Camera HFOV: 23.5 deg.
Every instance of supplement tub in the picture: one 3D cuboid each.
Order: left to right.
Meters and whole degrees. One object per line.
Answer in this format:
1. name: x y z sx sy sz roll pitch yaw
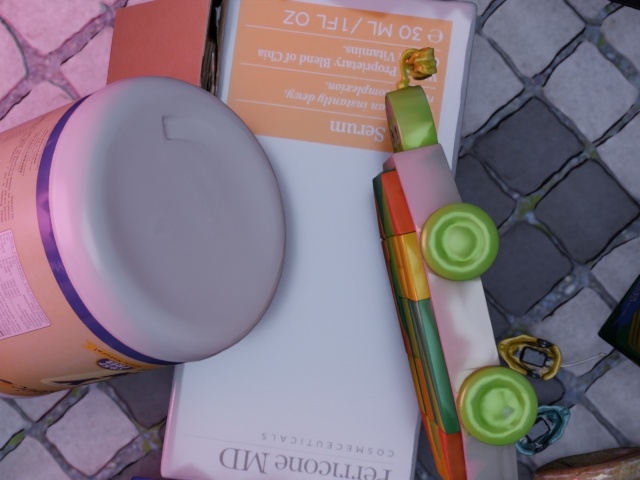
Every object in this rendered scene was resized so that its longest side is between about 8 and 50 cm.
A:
1. supplement tub: -0.210 0.008 1.276 0.316 0.228 0.228 -16 88 41

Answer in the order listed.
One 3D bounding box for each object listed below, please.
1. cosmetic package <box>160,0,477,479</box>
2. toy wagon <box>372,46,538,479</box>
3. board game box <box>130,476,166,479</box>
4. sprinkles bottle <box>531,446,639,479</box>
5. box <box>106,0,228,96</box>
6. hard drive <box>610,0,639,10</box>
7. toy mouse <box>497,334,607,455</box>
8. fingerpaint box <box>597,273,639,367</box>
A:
1. cosmetic package: 0.000 0.000 1.416 0.230 0.161 0.453 7 90 1
2. toy wagon: 0.092 0.023 1.201 0.068 0.267 0.344 -13 89 -2
3. board game box: -0.176 0.290 1.371 0.047 0.210 0.160 36 74 -10
4. sprinkles bottle: 0.289 0.375 1.422 0.121 0.121 0.355 -12 88 1
5. box: -0.148 -0.141 1.413 0.021 0.201 0.164 8 88 -31
6. hard drive: 0.306 -0.257 1.325 0.236 0.339 0.064 18 90 2
7. toy mouse: 0.178 0.159 1.473 0.161 0.031 0.143 13 89 2
8. fingerpaint box: 0.448 -0.045 1.303 0.163 0.371 0.445 36 91 1
